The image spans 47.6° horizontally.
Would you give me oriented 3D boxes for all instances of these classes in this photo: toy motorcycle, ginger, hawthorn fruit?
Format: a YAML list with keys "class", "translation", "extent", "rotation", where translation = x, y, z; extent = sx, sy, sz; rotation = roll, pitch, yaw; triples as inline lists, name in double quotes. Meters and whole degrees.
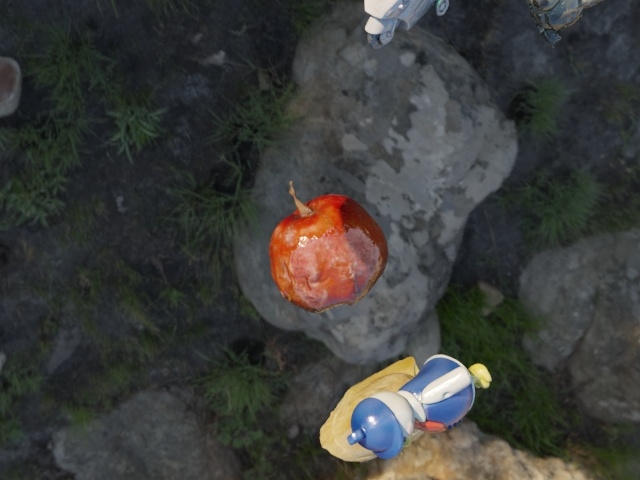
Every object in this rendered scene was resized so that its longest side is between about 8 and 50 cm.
- class: "toy motorcycle"
  translation: [0.173, -0.504, 1.430]
  extent: [0.260, 0.110, 0.171]
  rotation: [-48, 152, -9]
- class: "ginger"
  translation: [0.082, 0.269, 1.078]
  extent: [0.193, 0.115, 0.122]
  rotation: [-36, 173, 6]
- class: "hawthorn fruit"
  translation: [0.000, 0.000, 1.441]
  extent: [0.242, 0.242, 0.271]
  rotation: [-24, 117, -4]

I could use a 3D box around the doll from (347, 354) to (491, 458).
- class: "doll"
  translation: [0.074, 0.128, 0.563]
  extent: [0.143, 0.057, 0.099]
  rotation: [-14, 157, -40]

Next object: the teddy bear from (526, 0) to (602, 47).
- class: "teddy bear"
  translation: [0.417, -0.465, 1.247]
  extent: [0.144, 0.171, 0.251]
  rotation: [-33, 108, -47]
